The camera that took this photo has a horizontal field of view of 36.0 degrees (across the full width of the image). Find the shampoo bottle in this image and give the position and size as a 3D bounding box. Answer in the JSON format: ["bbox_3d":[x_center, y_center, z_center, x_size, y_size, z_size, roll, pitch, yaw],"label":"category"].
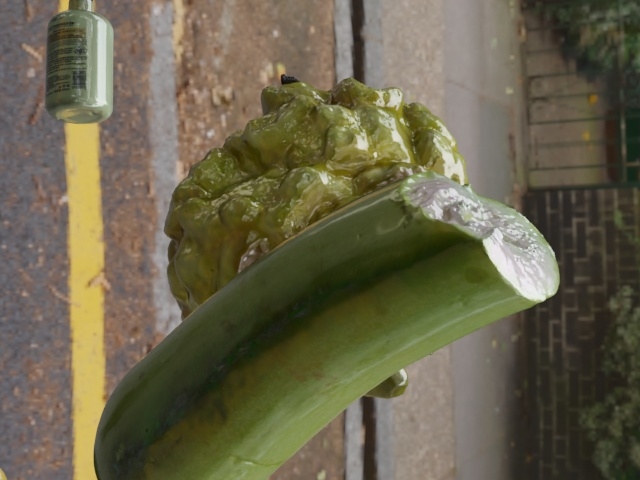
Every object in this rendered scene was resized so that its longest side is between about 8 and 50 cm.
[{"bbox_3d":[-0.288,-0.225,1.178,0.079,0.079,0.162,25,60,-64],"label":"shampoo bottle"}]

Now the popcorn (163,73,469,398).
[{"bbox_3d":[0.003,-0.001,0.668,0.189,0.218,0.169,54,-1,-43],"label":"popcorn"}]

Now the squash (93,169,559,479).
[{"bbox_3d":[-0.015,0.052,0.420,0.083,0.250,0.083,31,38,-28],"label":"squash"}]

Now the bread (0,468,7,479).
[{"bbox_3d":[-0.239,0.296,0.711,0.132,0.294,0.167,-16,138,-41],"label":"bread"}]
